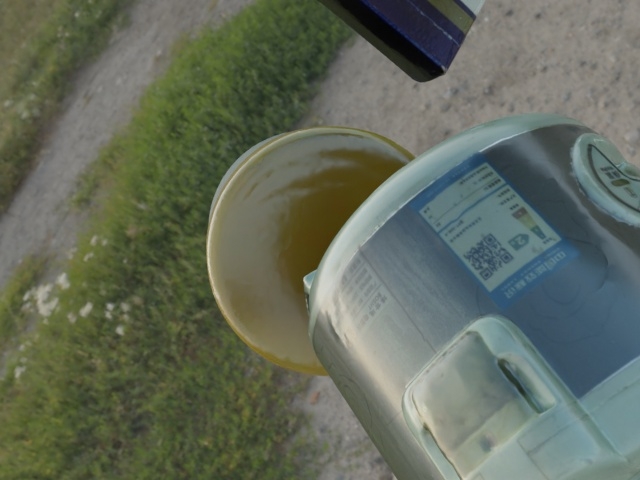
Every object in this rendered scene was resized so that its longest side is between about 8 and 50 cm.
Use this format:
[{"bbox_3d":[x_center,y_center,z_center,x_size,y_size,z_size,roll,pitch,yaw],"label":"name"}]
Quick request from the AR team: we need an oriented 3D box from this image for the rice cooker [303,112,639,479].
[{"bbox_3d":[0.155,0.081,0.586,0.288,0.288,0.277,-45,58,16],"label":"rice cooker"}]

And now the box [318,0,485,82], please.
[{"bbox_3d":[0.123,-0.326,0.928,0.259,0.168,0.071,-59,22,-12],"label":"box"}]

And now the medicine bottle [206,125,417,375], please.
[{"bbox_3d":[0.000,0.000,0.885,0.238,0.238,0.232,-55,10,2],"label":"medicine bottle"}]
